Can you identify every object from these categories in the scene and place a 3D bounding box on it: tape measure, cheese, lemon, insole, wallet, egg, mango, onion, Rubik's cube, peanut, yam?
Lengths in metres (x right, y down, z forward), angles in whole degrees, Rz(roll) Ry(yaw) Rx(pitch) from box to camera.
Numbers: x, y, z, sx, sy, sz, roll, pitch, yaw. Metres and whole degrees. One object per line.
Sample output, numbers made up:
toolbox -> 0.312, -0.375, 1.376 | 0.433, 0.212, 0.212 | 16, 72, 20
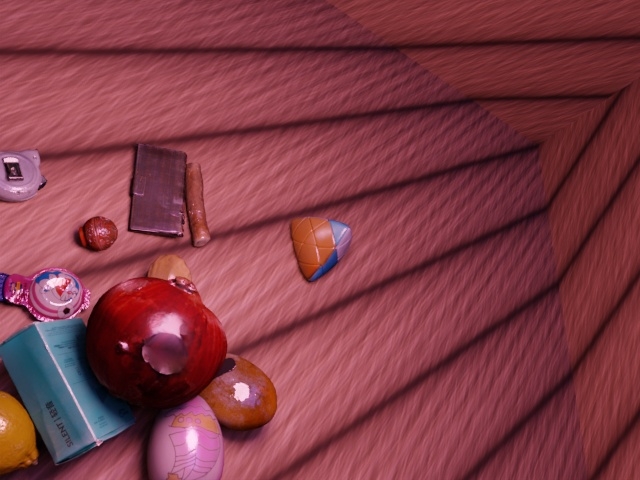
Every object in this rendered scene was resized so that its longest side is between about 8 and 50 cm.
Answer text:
tape measure -> -0.901, -0.170, 1.507 | 0.330, 0.084, 0.164 | -13, 68, -43
cheese -> -0.720, 0.133, 1.479 | 0.244, 0.062, 0.155 | 14, 58, -30
lemon -> -0.717, 0.413, 1.228 | 0.248, 0.184, 0.184 | 34, 48, -25
insole -> -0.304, 0.359, 1.562 | 0.153, 0.002, 0.053 | -23, 60, -16
wallet -> -0.510, -0.159, 1.813 | 0.169, 0.044, 0.317 | 6, 62, -21
egg -> -0.337, 0.521, 1.448 | 0.196, 0.196, 0.271 | 17, 61, -29
mango -> -0.268, 0.414, 1.611 | 0.316, 0.146, 0.192 | 25, 51, 1
onion -> -0.399, 0.247, 1.380 | 0.341, 0.341, 0.341 | 19, 54, -28
Rubik's cube -> 0.000, 0.000, 2.083 | 0.254, 0.254, 0.254 | 19, 54, -28
peanut -> -0.429, 0.190, 1.620 | 0.148, 0.147, 0.318 | 16, 60, -30
yam -> -0.408, -0.121, 1.875 | 0.066, 0.066, 0.299 | 6, 62, -36

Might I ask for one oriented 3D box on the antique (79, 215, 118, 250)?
antique -> -0.623, -0.020, 1.621 | 0.104, 0.104, 0.104 | 19, 54, -28

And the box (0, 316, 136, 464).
box -> -0.591, 0.343, 1.349 | 0.311, 0.118, 0.205 | 58, 5, 6
